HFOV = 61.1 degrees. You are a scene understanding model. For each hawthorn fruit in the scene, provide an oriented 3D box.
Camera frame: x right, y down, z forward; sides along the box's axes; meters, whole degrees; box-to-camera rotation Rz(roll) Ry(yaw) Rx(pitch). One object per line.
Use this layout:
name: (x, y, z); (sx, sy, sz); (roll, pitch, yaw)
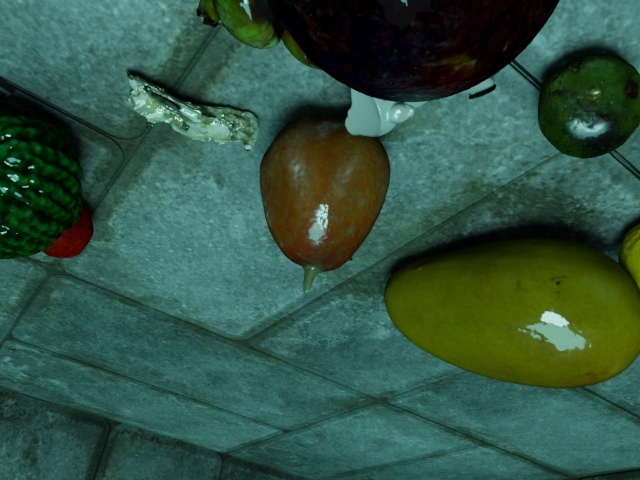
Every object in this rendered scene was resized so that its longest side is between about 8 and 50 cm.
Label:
hawthorn fruit: (0.002, -0.047, 0.769); (0.200, 0.251, 0.199); (6, 167, 1)

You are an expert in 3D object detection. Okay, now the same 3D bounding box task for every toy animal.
toy animal: (0.122, -0.189, 0.688); (0.127, 0.182, 0.131); (39, 152, 30)

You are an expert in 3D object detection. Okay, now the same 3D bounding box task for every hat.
hat: (-0.484, -0.074, 0.888); (0.274, 0.242, 0.332); (15, 170, 17)

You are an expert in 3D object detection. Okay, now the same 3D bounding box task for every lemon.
lemon: (0.552, 0.025, 0.888); (0.114, 0.114, 0.155); (-6, 130, 17)

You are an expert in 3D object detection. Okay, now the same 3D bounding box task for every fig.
fig: (0.341, -0.165, 0.696); (0.123, 0.123, 0.156); (-7, 179, 18)

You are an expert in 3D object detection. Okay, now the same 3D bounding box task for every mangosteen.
mangosteen: (0.060, -0.259, 0.451); (0.311, 0.311, 0.311); (5, 143, 4)

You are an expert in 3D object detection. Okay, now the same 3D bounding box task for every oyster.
oyster: (-0.194, -0.189, 0.797); (0.200, 0.061, 0.106); (29, 156, -22)

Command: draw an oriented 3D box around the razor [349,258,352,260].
razor: (0.001, -0.003, 1.014); (0.044, 0.028, 0.154); (-20, 136, 31)

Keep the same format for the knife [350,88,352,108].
knife: (0.060, -0.243, 0.693); (0.043, 0.019, 0.293); (3, 144, 2)

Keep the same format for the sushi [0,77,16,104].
sushi: (-0.573, -0.221, 0.821); (0.201, 0.031, 0.139); (-24, 133, 35)

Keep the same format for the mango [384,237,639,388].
mango: (0.322, 0.127, 0.962); (0.446, 0.232, 0.300); (-1, 145, 34)
